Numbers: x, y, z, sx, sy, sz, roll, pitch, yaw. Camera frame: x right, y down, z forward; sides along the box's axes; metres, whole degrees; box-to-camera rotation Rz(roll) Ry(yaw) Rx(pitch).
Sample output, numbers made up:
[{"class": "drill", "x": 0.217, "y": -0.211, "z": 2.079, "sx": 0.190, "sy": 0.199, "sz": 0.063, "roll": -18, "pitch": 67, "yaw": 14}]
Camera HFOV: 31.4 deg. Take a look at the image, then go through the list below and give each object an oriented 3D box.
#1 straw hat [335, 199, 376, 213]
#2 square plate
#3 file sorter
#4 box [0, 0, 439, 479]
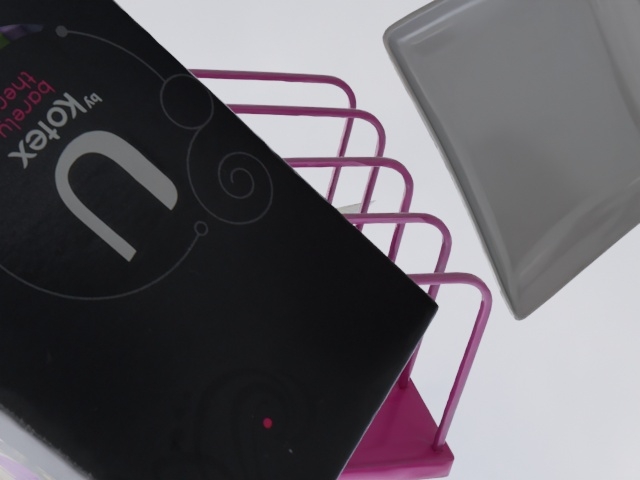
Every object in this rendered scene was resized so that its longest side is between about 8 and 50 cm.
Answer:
[{"class": "straw hat", "x": 0.000, "y": 0.000, "z": 1.209, "sx": 0.145, "sy": 0.144, "sz": 0.061, "roll": -14, "pitch": -89, "yaw": -30}, {"class": "square plate", "x": 0.251, "y": -0.145, "z": 1.252, "sx": 0.347, "sy": 0.049, "sz": 0.344, "roll": -35, "pitch": -73, "yaw": -26}, {"class": "file sorter", "x": -0.027, "y": 0.015, "z": 0.840, "sx": 0.202, "sy": 0.182, "sz": 0.290, "roll": -1, "pitch": -144, "yaw": -22}, {"class": "box", "x": -0.111, "y": 0.015, "z": 0.500, "sx": 0.270, "sy": 0.143, "sz": 0.165, "roll": 42, "pitch": -119, "yaw": -15}]
